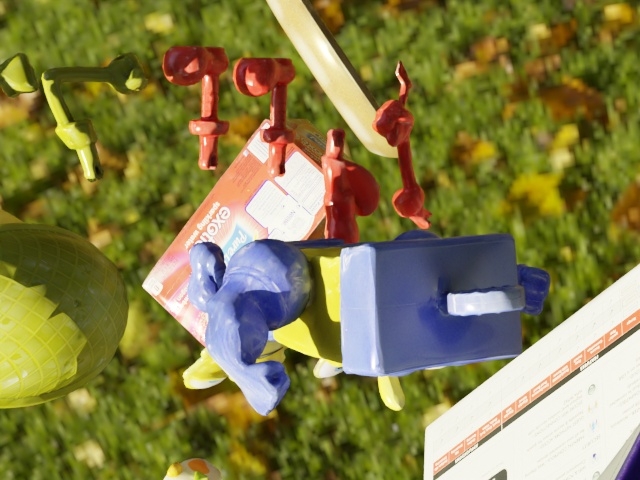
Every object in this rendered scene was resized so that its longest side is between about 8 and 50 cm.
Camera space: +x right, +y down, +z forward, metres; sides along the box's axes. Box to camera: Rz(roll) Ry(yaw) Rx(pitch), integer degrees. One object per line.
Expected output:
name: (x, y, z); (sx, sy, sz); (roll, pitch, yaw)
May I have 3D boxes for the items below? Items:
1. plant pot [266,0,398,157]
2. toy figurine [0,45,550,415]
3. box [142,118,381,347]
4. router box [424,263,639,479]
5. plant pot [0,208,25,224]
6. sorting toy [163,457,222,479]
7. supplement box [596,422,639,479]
plant pot: (0.009, -0.172, 1.706); (0.032, 0.236, 0.236); (-33, 40, 5)
toy figurine: (0.000, 0.000, 0.887); (0.362, 0.191, 0.217); (-1, 7, -43)
box: (-0.068, -0.005, 2.014); (0.128, 0.122, 0.257); (42, 108, 15)
router box: (0.195, 0.197, 1.235); (0.335, 0.082, 0.301); (-43, 32, 43)
plant pot: (-0.295, 0.028, 1.566); (0.095, 0.134, 0.134); (5, 24, -38)
sorting toy: (-0.110, 0.241, 1.571); (0.075, 0.045, 0.083); (24, 80, 36)
supplement box: (0.198, 0.190, 0.752); (0.220, 0.114, 0.111); (33, 43, 8)
